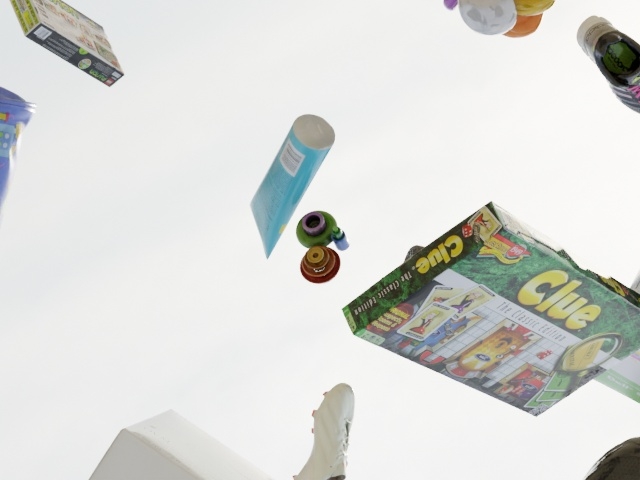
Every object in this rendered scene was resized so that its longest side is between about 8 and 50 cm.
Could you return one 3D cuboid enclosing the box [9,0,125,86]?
[{"bbox_3d":[-0.395,-0.324,2.449,0.036,0.207,0.114,-37,-123,16],"label":"box"}]

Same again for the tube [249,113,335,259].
[{"bbox_3d":[-0.042,-0.066,1.870,0.052,0.080,0.207,1,146,-24],"label":"tube"}]

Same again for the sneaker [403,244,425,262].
[{"bbox_3d":[0.154,0.069,2.270,0.089,0.170,0.051,11,-129,-10],"label":"sneaker"}]

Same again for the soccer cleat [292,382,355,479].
[{"bbox_3d":[0.015,0.294,2.184,0.076,0.068,0.196,13,-102,45],"label":"soccer cleat"}]

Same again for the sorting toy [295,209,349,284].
[{"bbox_3d":[0.000,0.000,1.825,0.061,0.042,0.102,-13,-121,7],"label":"sorting toy"}]

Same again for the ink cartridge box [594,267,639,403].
[{"bbox_3d":[0.357,0.021,1.411,0.207,0.119,0.353,-57,169,-15],"label":"ink cartridge box"}]

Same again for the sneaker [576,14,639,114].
[{"bbox_3d":[0.382,-0.202,1.932,0.063,0.170,0.075,-42,-157,10],"label":"sneaker"}]

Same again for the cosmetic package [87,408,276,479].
[{"bbox_3d":[-0.138,0.312,1.772,0.138,0.224,0.225,-57,173,3],"label":"cosmetic package"}]

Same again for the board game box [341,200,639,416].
[{"bbox_3d":[0.144,0.058,1.162,0.136,0.260,0.030,-39,-128,20],"label":"board game box"}]

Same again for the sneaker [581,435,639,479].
[{"bbox_3d":[0.299,0.377,1.803,0.341,0.125,0.140,-58,163,11],"label":"sneaker"}]

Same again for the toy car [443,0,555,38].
[{"bbox_3d":[0.192,-0.310,1.846,0.159,0.182,0.136,-41,165,-25],"label":"toy car"}]

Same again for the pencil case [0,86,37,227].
[{"bbox_3d":[-0.391,-0.022,1.669,0.119,0.306,0.133,15,-171,-6],"label":"pencil case"}]
